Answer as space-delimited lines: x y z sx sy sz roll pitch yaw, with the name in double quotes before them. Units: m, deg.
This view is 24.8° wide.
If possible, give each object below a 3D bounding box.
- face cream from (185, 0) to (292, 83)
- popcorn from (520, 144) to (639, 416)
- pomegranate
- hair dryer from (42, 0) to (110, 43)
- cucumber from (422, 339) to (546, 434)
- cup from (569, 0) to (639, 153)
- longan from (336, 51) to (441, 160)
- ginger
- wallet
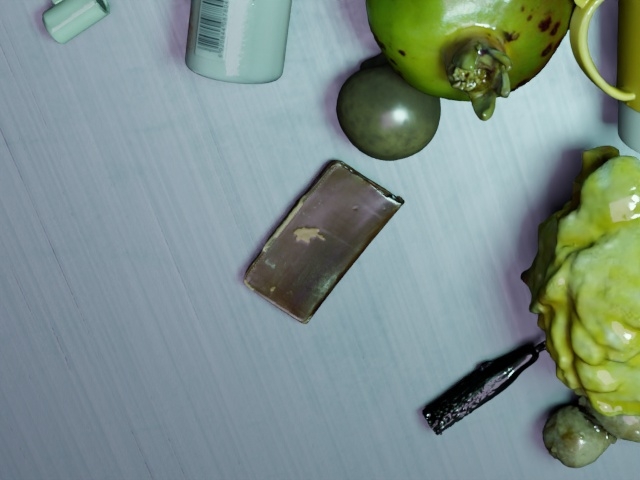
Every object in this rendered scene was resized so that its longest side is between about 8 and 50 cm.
"face cream" -0.071 -0.284 1.417 0.101 0.101 0.251 9 110 1
"popcorn" 0.288 0.038 1.437 0.192 0.233 0.266 -2 110 18
"pomegranate" 0.140 -0.219 1.346 0.198 0.246 0.198 1 105 3
"hair dryer" -0.271 -0.267 1.477 0.063 0.038 0.124 -30 98 12
"cucumber" 0.183 0.153 1.589 0.163 0.043 0.039 -39 95 13
"cup" 0.340 -0.193 1.369 0.241 0.185 0.226 -7 118 -16
"longan" 0.067 -0.138 1.466 0.106 0.106 0.119 -9 70 8
"ginger" 0.329 0.172 1.562 0.204 0.080 0.104 -42 91 14
"wallet" 0.000 0.000 1.554 0.095 0.026 0.176 33 110 -14
